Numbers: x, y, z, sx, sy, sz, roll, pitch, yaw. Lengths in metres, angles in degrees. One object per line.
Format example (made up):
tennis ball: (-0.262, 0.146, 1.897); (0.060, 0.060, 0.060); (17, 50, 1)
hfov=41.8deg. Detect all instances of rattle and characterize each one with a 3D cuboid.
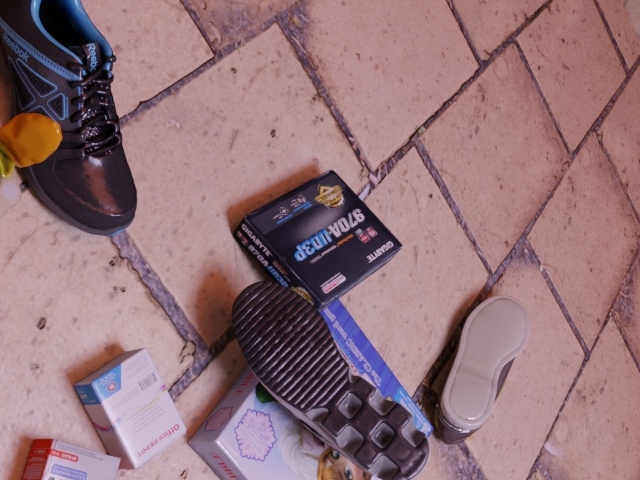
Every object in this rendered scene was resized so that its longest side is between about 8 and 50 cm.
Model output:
rattle: (-0.396, -0.066, 0.897); (0.200, 0.143, 0.130); (-18, 110, -52)

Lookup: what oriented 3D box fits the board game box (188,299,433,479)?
board game box: (0.005, 0.288, 1.242); (0.318, 0.066, 0.318); (54, 48, -19)

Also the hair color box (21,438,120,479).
hair color box: (-0.297, 0.317, 0.945); (0.093, 0.053, 0.167); (30, 61, -37)

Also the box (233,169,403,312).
box: (0.000, 0.000, 1.281); (0.175, 0.051, 0.220); (48, 44, 10)

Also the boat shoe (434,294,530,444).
boat shoe: (0.291, 0.229, 1.522); (0.117, 0.096, 0.324); (26, 47, 10)

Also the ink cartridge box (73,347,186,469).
ink cartridge box: (-0.234, 0.209, 1.038); (0.088, 0.052, 0.122); (-33, 101, -44)

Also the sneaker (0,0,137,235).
sneaker: (-0.304, -0.167, 1.010); (0.125, 0.140, 0.340); (-34, 105, -47)

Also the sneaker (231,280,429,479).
sneaker: (-0.004, 0.202, 1.145); (0.122, 0.146, 0.330); (-40, 84, -17)
